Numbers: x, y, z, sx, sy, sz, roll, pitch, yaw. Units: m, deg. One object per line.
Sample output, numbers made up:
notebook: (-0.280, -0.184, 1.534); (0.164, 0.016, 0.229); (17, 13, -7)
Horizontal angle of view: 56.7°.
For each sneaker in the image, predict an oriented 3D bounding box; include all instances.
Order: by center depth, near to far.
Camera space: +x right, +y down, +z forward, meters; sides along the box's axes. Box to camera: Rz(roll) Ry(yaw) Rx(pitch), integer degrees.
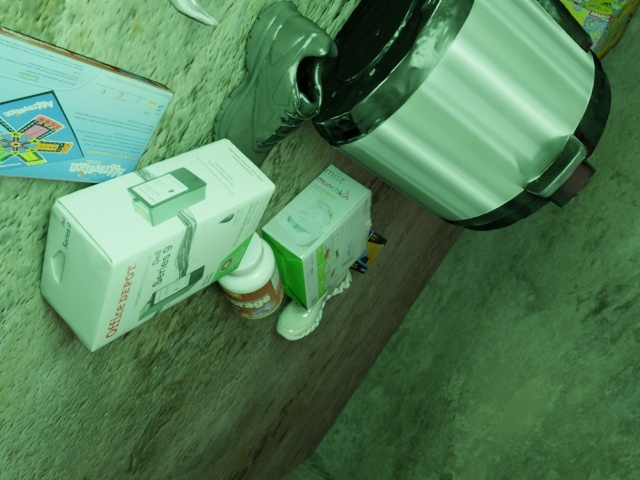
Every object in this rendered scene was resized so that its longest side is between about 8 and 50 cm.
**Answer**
sneaker: (-0.070, -0.201, 0.896); (0.109, 0.130, 0.286); (-27, 148, -52)
sneaker: (-0.022, 0.140, 1.593); (0.292, 0.110, 0.118); (-50, 153, -33)

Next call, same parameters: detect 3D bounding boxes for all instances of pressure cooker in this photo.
pressure cooker: (0.238, -0.223, 0.965); (0.375, 0.420, 0.370); (-23, -138, 54)

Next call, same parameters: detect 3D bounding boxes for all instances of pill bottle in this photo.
pill bottle: (-0.144, 0.064, 1.167); (0.121, 0.121, 0.216); (-46, 158, -18)

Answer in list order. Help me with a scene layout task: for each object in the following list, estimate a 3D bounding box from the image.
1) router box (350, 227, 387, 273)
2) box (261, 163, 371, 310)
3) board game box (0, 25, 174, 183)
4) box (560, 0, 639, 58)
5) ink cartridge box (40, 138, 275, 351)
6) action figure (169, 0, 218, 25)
router box: (0.131, 0.028, 1.802); (0.133, 0.046, 0.179); (-55, 159, 4)
box: (0.000, 0.000, 1.365); (0.231, 0.126, 0.262); (-46, 158, -21)
board game box: (-0.282, -0.134, 0.657); (0.145, 0.027, 0.281); (-59, 164, 12)
box: (0.620, -0.592, 1.521); (0.279, 0.289, 0.177); (-41, 156, -32)
ink cartridge box: (-0.229, 0.001, 0.852); (0.289, 0.121, 0.211); (-32, 160, -44)
action figure: (-0.082, -0.375, 0.545); (0.341, 0.178, 0.330); (-72, -173, -75)
